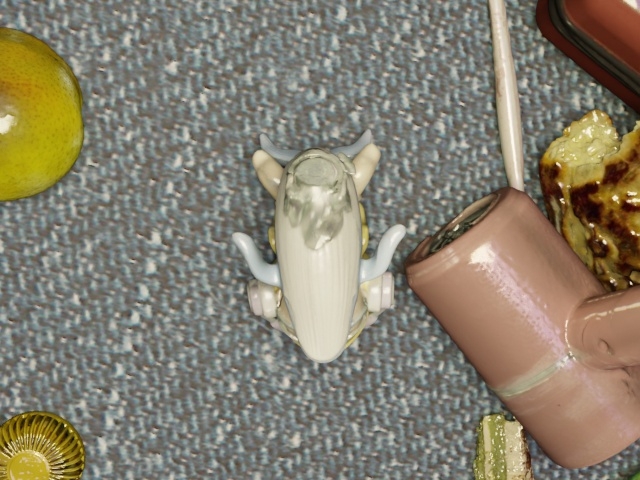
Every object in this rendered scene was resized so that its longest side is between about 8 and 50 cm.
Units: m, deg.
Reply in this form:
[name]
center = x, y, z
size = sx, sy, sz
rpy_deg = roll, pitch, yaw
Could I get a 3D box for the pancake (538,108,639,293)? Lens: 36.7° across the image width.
[pancake]
center = 0.274, 0.001, 0.804
size = 0.212, 0.056, 0.257
rpy_deg = 26, 128, 19

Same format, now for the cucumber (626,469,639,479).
[cucumber]
center = 0.231, 0.306, 0.814
size = 0.244, 0.063, 0.115
rpy_deg = -30, 52, -17

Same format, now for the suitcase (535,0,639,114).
[suitcase]
center = 0.341, -0.234, 0.772
size = 0.236, 0.161, 0.297
rpy_deg = 37, 89, -6

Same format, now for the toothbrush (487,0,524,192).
[toothbrush]
center = 0.149, -0.183, 0.825
size = 0.029, 0.025, 0.307
rpy_deg = -7, 94, 3

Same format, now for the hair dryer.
[hair dryer]
center = 0.226, 0.039, 0.696
size = 0.125, 0.352, 0.210
rpy_deg = -42, 96, -30

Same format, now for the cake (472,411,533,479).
[cake]
center = 0.163, 0.222, 0.848
size = 0.051, 0.055, 0.140
rpy_deg = -2, 78, 31

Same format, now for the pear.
[pear]
center = -0.254, -0.099, 0.754
size = 0.141, 0.104, 0.141
rpy_deg = -1, 95, -10

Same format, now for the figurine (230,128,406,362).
[figurine]
center = 0.000, 0.000, 0.773
size = 0.128, 0.184, 0.208
rpy_deg = -1, 57, 1

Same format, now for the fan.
[fan]
center = -0.272, 0.170, 0.800
size = 0.155, 0.039, 0.082
rpy_deg = 26, 91, -6
